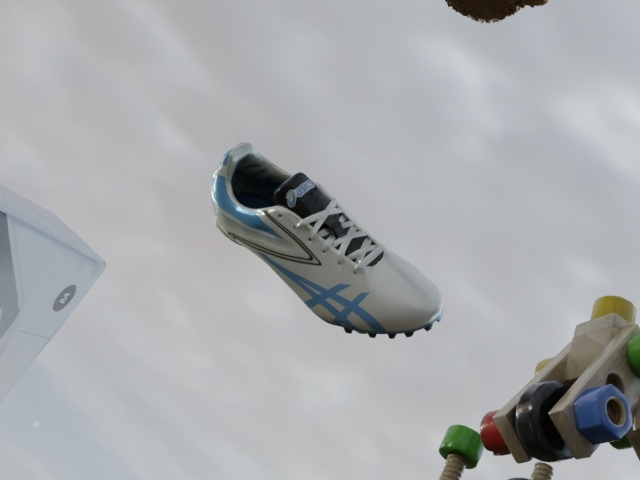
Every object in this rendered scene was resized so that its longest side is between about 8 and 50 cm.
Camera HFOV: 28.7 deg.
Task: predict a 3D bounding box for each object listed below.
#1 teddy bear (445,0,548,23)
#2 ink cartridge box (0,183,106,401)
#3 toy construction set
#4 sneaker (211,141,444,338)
[{"bbox_3d":[0.091,-0.341,1.170,0.338,0.113,0.245,24,-27,-21],"label":"teddy bear"},{"bbox_3d":[-0.195,0.062,0.456,0.045,0.223,0.224,37,-2,17],"label":"ink cartridge box"},{"bbox_3d":[0.275,0.106,0.952,0.257,0.237,0.309,28,-31,2],"label":"toy construction set"},{"bbox_3d":[0.000,0.000,1.034,0.237,0.085,0.086,33,-37,25],"label":"sneaker"}]
